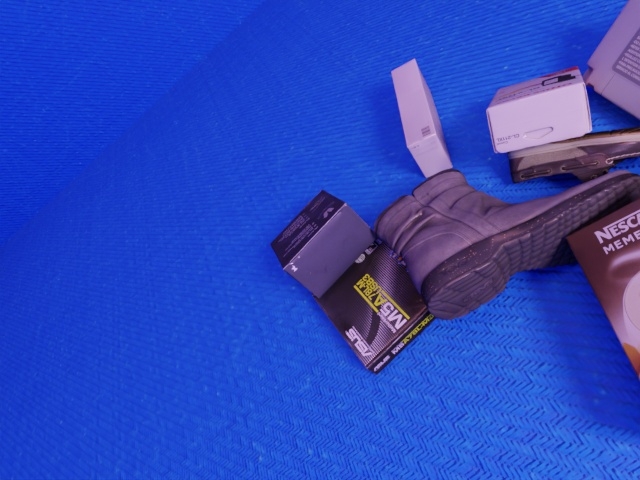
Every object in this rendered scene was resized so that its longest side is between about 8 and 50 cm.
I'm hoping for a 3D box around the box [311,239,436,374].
[{"bbox_3d":[0.100,0.093,0.692,0.184,0.045,0.190,-42,44,1],"label":"box"}]

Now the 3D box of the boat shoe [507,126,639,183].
[{"bbox_3d":[0.394,-0.121,0.601,0.224,0.080,0.073,4,107,45],"label":"boat shoe"}]

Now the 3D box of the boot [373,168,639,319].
[{"bbox_3d":[0.256,-0.049,0.607,0.338,0.118,0.222,-25,41,2],"label":"boot"}]

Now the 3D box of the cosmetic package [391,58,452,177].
[{"bbox_3d":[0.199,-0.248,0.818,0.061,0.099,0.238,-22,49,27],"label":"cosmetic package"}]

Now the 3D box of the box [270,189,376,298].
[{"bbox_3d":[0.000,0.000,0.763,0.156,0.093,0.158,-47,21,1],"label":"box"}]

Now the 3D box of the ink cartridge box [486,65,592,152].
[{"bbox_3d":[0.343,-0.208,0.641,0.128,0.072,0.175,-8,23,32],"label":"ink cartridge box"}]

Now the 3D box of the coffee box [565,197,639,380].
[{"bbox_3d":[0.388,0.075,0.420,0.141,0.098,0.246,-41,40,38],"label":"coffee box"}]

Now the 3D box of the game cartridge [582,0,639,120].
[{"bbox_3d":[0.508,-0.237,0.529,0.297,0.062,0.198,-109,31,-42],"label":"game cartridge"}]
